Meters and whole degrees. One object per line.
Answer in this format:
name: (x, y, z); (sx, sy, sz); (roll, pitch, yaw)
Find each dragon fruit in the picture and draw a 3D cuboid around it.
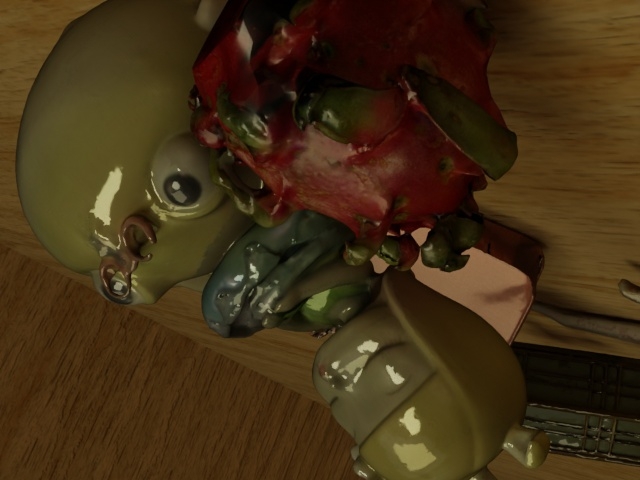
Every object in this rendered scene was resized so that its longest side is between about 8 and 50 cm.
dragon fruit: (0.023, -0.069, 0.620); (0.172, 0.160, 0.166); (31, -153, -14)

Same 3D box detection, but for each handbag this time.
handbag: (0.070, 0.036, 1.033); (0.212, 0.059, 0.157); (23, 124, 5)

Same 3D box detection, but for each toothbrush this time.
toothbrush: (0.259, 0.084, 1.155); (0.307, 0.030, 0.025); (11, 164, 43)

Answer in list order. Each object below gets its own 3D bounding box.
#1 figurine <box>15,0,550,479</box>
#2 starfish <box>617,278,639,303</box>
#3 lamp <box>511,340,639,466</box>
figurine: (0.000, 0.000, 0.770); (0.394, 0.274, 0.227); (46, 136, 12)
starfish: (0.443, 0.153, 0.899); (0.398, 0.132, 0.383); (16, 180, -37)
lamp: (0.219, 0.152, 1.151); (0.325, 0.089, 0.090); (6, 135, 12)
